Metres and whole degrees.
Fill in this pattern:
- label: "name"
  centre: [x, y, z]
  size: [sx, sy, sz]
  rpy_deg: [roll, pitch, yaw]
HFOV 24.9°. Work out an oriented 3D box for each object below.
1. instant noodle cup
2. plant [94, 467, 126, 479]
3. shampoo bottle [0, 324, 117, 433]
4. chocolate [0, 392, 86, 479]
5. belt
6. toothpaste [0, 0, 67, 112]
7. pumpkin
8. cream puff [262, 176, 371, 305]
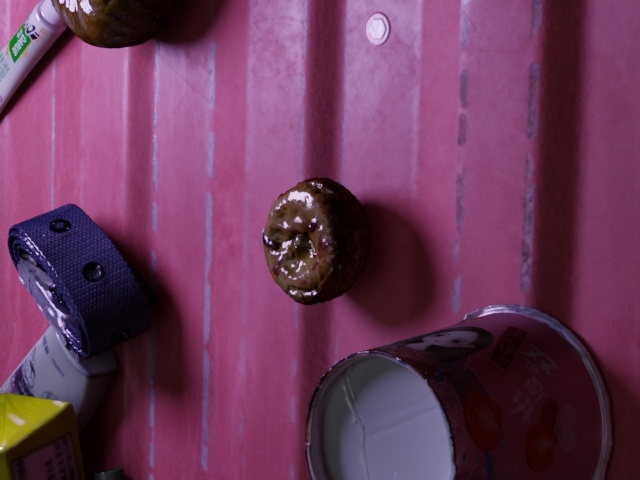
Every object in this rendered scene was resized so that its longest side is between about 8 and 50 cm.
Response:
- label: "instant noodle cup"
  centre: [0.131, 0.190, 1.446]
  size: [0.243, 0.231, 0.243]
  rpy_deg: [3, 94, 43]
- label: "plant"
  centre: [-0.281, 0.363, 1.974]
  size: [0.051, 0.051, 0.102]
  rpy_deg: [-10, 90, 44]
- label: "shampoo bottle"
  centre: [-0.412, 0.257, 2.072]
  size: [0.134, 0.078, 0.359]
  rpy_deg: [54, 126, 16]
- label: "chocolate"
  centre: [-0.471, 0.366, 2.019]
  size: [0.288, 0.137, 0.301]
  rpy_deg: [3, 111, 29]
- label: "belt"
  centre: [-0.315, 0.048, 1.936]
  size: [0.230, 0.126, 0.140]
  rpy_deg: [46, 149, 31]
- label: "toothpaste"
  centre: [-0.434, -0.262, 2.078]
  size: [0.314, 0.056, 0.058]
  rpy_deg: [-39, 27, 42]
- label: "pumpkin"
  centre: [-0.268, -0.353, 1.835]
  size: [0.219, 0.162, 0.219]
  rpy_deg: [-2, 87, 44]
- label: "cream puff"
  centre: [0.000, 0.000, 1.657]
  size: [0.149, 0.084, 0.149]
  rpy_deg: [0, 91, 47]
